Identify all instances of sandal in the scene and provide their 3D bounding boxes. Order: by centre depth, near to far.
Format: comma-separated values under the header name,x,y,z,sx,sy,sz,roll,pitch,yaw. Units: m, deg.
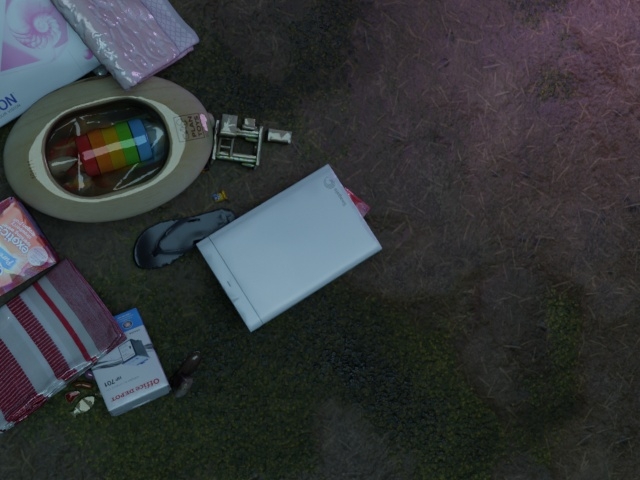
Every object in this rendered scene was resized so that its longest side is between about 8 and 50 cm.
name,x,y,z,sx,sy,sz,roll,pitch,yaw
sandal,-0.308,-0.012,1.873,0.254,0.054,0.097,-24,97,-15

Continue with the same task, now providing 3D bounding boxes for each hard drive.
name,x,y,z,sx,sy,sz,roll,pitch,yaw
hard drive,-0.070,0.015,1.864,0.353,0.047,0.233,-32,87,-9

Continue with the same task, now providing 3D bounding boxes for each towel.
name,x,y,z,sx,sy,sz,roll,pitch,yaw
towel,-0.430,-0.496,1.733,0.053,0.317,0.332,-33,102,32
towel,-0.606,0.219,1.745,0.329,0.037,0.237,-39,71,-11

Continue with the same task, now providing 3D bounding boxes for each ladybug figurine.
name,x,y,z,sx,sy,sz,roll,pitch,yaw
ladybug figurine,-0.446,-0.196,1.778,0.449,0.162,0.305,-15,93,-15

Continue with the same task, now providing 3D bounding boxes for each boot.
name,x,y,z,sx,sy,sz,roll,pitch,yaw
boot,-0.295,0.299,1.846,0.037,0.114,0.106,40,80,-13

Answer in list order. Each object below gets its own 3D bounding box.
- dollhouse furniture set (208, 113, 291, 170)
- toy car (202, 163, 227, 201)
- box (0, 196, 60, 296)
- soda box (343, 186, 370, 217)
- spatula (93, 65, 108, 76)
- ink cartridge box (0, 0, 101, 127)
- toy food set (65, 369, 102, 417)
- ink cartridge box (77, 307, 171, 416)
name,x,y,z,sx,sy,sz,roll,pitch,yaw
dollhouse furniture set,-0.149,-0.213,1.863,0.182,0.161,0.101,6,89,-15
toy car,-0.266,-0.138,1.887,0.040,0.060,0.122,-27,91,18
box,-0.626,0.015,1.655,0.142,0.300,0.154,-32,99,-14
soda box,0.000,0.000,1.947,0.092,0.083,0.263,38,81,-13
spatula,-0.518,-0.502,1.834,0.242,0.019,0.168,45,84,-11
ink cartridge box,-0.665,-0.434,1.709,0.324,0.071,0.330,-33,111,-3
toy food set,-0.515,0.329,1.834,0.122,0.019,0.078,-33,99,-9
ink cartridge box,-0.427,0.265,1.797,0.139,0.082,0.191,-23,73,-15
